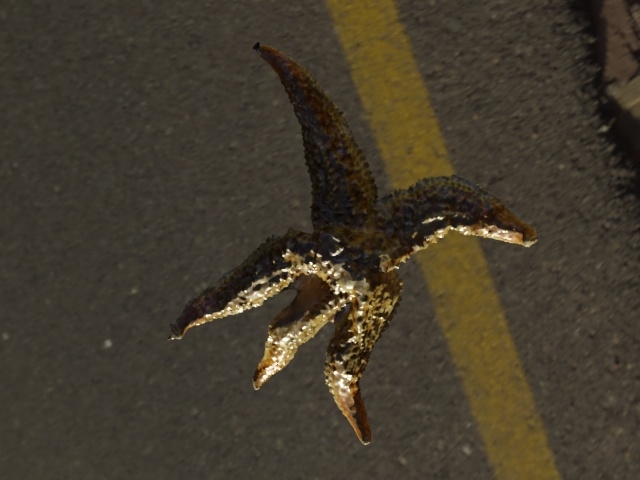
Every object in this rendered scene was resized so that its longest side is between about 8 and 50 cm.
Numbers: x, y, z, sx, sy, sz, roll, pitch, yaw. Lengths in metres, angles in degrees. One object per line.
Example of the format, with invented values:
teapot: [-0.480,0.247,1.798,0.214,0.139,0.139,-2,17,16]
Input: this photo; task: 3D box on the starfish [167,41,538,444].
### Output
starfish: [-0.009,0.025,1.135,0.301,0.084,0.293,34,111,8]
